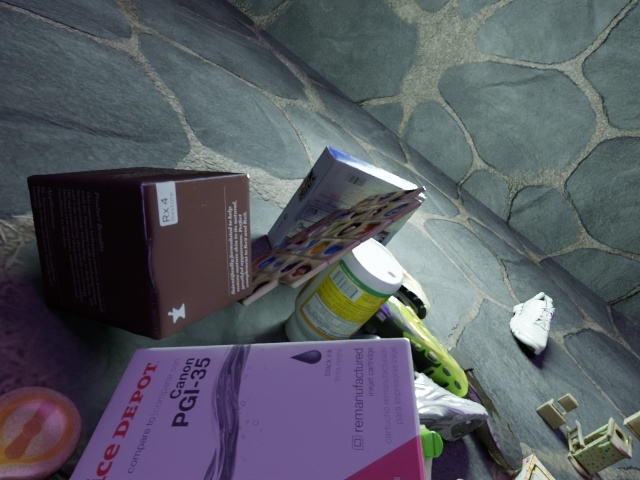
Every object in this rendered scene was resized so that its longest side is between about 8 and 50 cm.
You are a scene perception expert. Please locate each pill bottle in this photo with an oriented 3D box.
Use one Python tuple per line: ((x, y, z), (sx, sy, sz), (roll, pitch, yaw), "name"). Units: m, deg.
((0.030, 0.098, 0.706), (0.117, 0.208, 0.118), (29, 30, -18), "pill bottle")

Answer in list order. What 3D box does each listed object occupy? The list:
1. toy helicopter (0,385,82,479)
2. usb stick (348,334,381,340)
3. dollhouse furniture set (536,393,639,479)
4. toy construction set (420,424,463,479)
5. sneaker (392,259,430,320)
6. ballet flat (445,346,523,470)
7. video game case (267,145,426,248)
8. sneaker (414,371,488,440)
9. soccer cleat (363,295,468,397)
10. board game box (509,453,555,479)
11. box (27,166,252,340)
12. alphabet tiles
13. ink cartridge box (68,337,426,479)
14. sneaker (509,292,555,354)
((-0.309, 0.200, 0.244), (0.235, 0.140, 0.355), (48, 27, 15), "toy helicopter")
((0.028, 0.199, 0.662), (0.278, 0.077, 0.045), (-4, 81, -65), "usb stick")
((0.616, 0.407, 0.954), (0.101, 0.182, 0.161), (-6, 50, -52), "dollhouse furniture set")
((0.033, 0.308, 0.484), (0.327, 0.151, 0.215), (-1, 69, -42), "toy construction set")
((0.193, 0.107, 1.040), (0.094, 0.081, 0.209), (4, 49, -57), "sneaker")
((0.314, 0.337, 0.857), (0.084, 0.058, 0.250), (4, 47, -42), "ballet flat")
((0.058, -0.054, 0.934), (0.269, 0.244, 0.061), (16, 33, -35), "video game case")
((0.206, 0.287, 0.763), (0.232, 0.090, 0.115), (20, 29, -31), "sneaker")
((0.191, 0.193, 0.867), (0.289, 0.093, 0.121), (41, 41, 12), "soccer cleat")
((0.384, 0.481, 0.718), (0.193, 0.045, 0.147), (-6, 50, -53), "board game box")
((-0.216, -0.002, 0.532), (0.203, 0.169, 0.167), (8, 15, 27), "box")
((0.000, 0.000, 0.701), (0.342, 0.285, 0.011), (-32, 103, -20), "alphabet tiles")
((-0.055, 0.203, 0.365), (0.282, 0.117, 0.207), (-5, 37, 9), "ink cartridge box")
((0.677, 0.251, 1.335), (0.110, 0.118, 0.292), (43, 29, 6), "sneaker")
